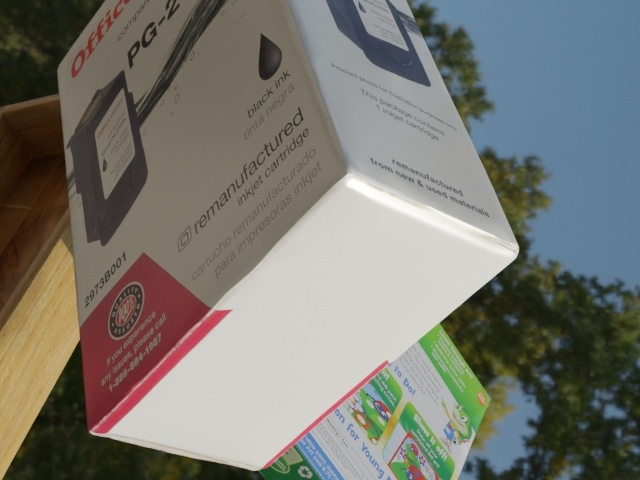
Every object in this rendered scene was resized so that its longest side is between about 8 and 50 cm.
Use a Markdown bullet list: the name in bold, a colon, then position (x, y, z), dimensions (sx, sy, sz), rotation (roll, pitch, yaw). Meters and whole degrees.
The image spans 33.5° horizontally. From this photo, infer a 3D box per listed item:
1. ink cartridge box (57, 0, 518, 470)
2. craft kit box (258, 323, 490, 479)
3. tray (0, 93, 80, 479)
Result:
- **ink cartridge box**: position (-0.034, -0.045, 0.494), dimensions (0.172, 0.100, 0.237), rotation (-44, -137, 29)
- **craft kit box**: position (0.025, 0.112, 0.859), dimensions (0.061, 0.250, 0.247), rotation (-25, -165, 37)
- **tray**: position (-0.263, 0.023, 0.861), dimensions (0.202, 0.076, 0.411), rotation (-8, -141, 27)
